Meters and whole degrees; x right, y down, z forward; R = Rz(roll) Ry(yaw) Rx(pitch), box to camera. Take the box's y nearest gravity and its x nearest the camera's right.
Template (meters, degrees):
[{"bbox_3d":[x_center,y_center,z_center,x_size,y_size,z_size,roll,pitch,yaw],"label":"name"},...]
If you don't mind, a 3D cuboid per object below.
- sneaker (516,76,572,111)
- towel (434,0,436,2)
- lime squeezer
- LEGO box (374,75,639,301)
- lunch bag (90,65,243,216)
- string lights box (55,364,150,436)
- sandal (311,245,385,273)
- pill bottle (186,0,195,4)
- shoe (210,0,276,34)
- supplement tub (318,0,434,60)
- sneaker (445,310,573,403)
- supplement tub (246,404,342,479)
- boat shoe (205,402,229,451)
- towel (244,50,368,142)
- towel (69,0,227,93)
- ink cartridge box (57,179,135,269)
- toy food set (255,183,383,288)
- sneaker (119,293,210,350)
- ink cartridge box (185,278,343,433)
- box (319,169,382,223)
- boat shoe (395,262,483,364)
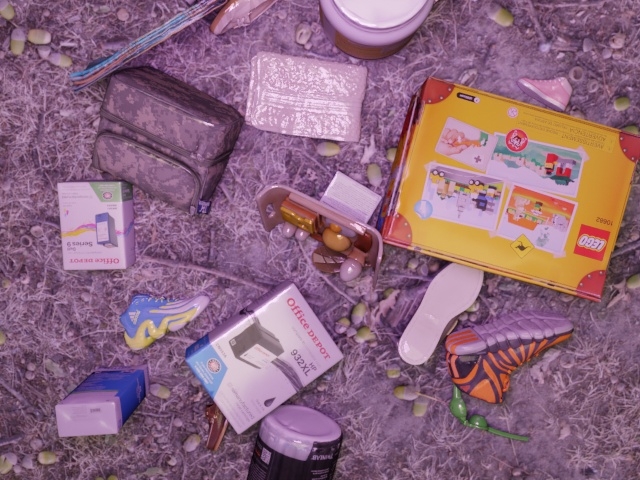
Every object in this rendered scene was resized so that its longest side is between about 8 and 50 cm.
[{"bbox_3d":[0.533,-0.365,1.503,0.134,0.051,0.070,28,96,-6],"label":"sneaker"},{"bbox_3d":[0.296,-0.667,1.475,0.197,0.029,0.144,-38,95,5],"label":"towel"},{"bbox_3d":[0.395,0.430,1.621,0.310,0.059,0.110,49,63,-5],"label":"lime squeezer"},{"bbox_3d":[0.413,-0.110,1.448,0.499,0.193,0.373,16,90,-1],"label":"LEGO box"},{"bbox_3d":[-0.354,-0.221,1.463,0.305,0.212,0.256,25,114,-2],"label":"lunch bag"},{"bbox_3d":[-0.506,0.372,1.510,0.133,0.260,0.077,-3,97,2],"label":"string lights box"},{"bbox_3d":[0.069,0.048,1.564,0.180,0.049,0.072,-4,70,1],"label":"sandal"},{"bbox_3d":[-0.243,-0.655,1.428,0.245,0.136,0.136,-44,95,6],"label":"pill bottle"},{"bbox_3d":[-0.161,-0.543,1.473,0.219,0.076,0.058,-38,92,3],"label":"shoe"},{"bbox_3d":[0.114,-0.521,1.344,0.240,0.331,0.241,0,98,0],"label":"supplement tub"},{"bbox_3d":[0.465,0.288,1.565,0.321,0.124,0.180,-12,108,-2],"label":"sneaker"},{"bbox_3d":[-0.079,0.597,1.563,0.207,0.207,0.338,14,97,-1],"label":"supplement tub"},{"bbox_3d":[-0.255,0.428,1.611,0.073,0.073,0.207,20,90,-6],"label":"boat shoe"},{"bbox_3d":[-0.034,-0.341,1.514,0.282,0.049,0.187,7,98,0],"label":"towel"},{"bbox_3d":[-0.366,-0.449,1.395,0.370,0.271,0.040,-29,113,4],"label":"towel"},{"bbox_3d":[-0.538,-0.039,1.539,0.154,0.093,0.213,0,100,0],"label":"ink cartridge box"},{"bbox_3d":[0.000,0.000,1.440,0.306,0.220,0.092,26,73,11],"label":"toy food set"},{"bbox_3d":[-0.395,0.171,1.567,0.240,0.091,0.126,-31,96,5],"label":"sneaker"},{"bbox_3d":[-0.135,0.271,1.525,0.307,0.129,0.223,-35,96,-8],"label":"ink cartridge box"},{"bbox_3d":[0.060,-0.080,1.536,0.126,0.072,0.137,31,96,-4],"label":"box"},{"bbox_3d":[0.288,0.172,1.553,0.109,0.091,0.305,36,78,10],"label":"boat shoe"}]
